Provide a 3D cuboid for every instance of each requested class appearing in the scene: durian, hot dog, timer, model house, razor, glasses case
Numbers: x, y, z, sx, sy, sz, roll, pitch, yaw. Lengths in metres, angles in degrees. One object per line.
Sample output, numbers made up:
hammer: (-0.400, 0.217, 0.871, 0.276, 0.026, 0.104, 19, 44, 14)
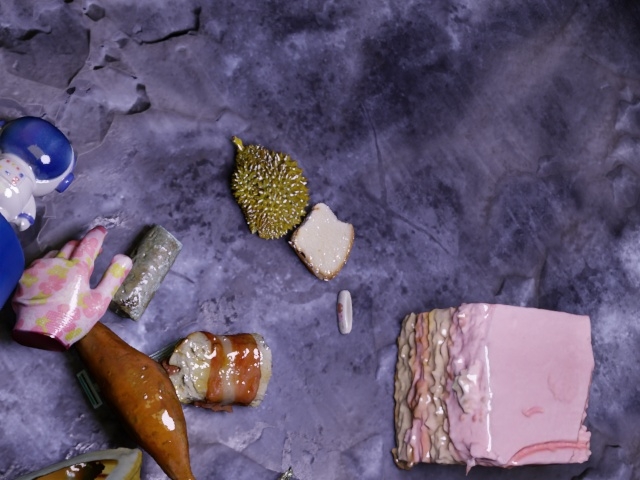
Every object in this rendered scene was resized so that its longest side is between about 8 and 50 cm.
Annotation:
durian: (-0.097, -0.114, 1.867, 0.146, 0.102, 0.208, -32, 88, -22)
hot dog: (-0.179, 0.222, 1.738, 0.213, 0.103, 0.146, 13, 91, -31)
timer: (-0.533, -0.062, 1.589, 0.270, 0.270, 0.383, 41, 50, -11)
model house: (-0.379, 0.473, 1.551, 0.268, 0.173, 0.239, -14, 115, -25)
razor: (-0.315, 0.216, 1.714, 0.191, 0.037, 0.068, -26, 79, -27)
glasses case: (0.046, 0.136, 1.907, 0.021, 0.032, 0.083, 5, 75, -28)

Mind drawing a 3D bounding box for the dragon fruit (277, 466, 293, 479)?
dragon fruit: (-0.021, 0.509, 1.736, 0.137, 0.135, 0.235, 4, 58, -18)

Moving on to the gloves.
gloves: (-0.408, 0.063, 1.631, 0.126, 0.145, 0.241, 48, 45, -44)

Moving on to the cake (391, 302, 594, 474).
cake: (0.315, 0.268, 1.847, 0.293, 0.307, 0.314, 5, 76, -26)

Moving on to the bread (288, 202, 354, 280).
bread: (0.000, 0.000, 1.903, 0.126, 0.044, 0.129, 46, 65, -27)

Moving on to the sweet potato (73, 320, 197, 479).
sweet potato: (-0.291, 0.248, 1.626, 0.112, 0.112, 0.359, -29, 80, -28)

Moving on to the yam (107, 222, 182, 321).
yam: (-0.304, 0.054, 1.740, 0.078, 0.078, 0.179, 37, 64, -13)
